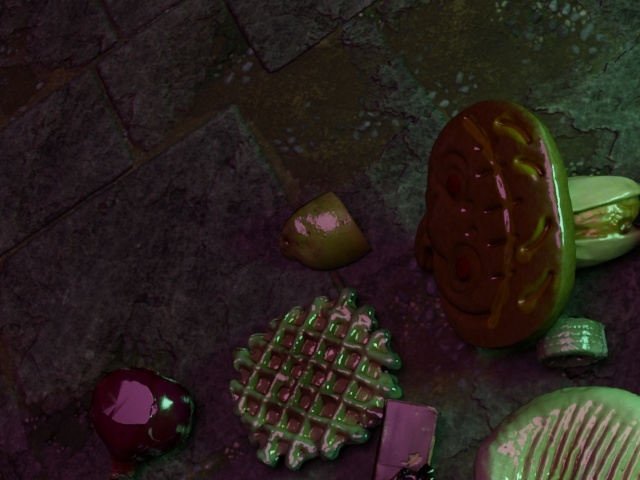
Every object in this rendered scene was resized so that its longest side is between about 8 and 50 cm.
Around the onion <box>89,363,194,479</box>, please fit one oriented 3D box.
[{"bbox_3d":[-0.336,0.331,1.876,0.195,0.140,0.218,17,77,23],"label":"onion"}]

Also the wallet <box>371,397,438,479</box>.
[{"bbox_3d":[0.132,0.347,1.689,0.095,0.026,0.176,8,82,15],"label":"wallet"}]

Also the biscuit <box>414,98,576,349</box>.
[{"bbox_3d":[0.261,-0.019,1.700,0.350,0.070,0.394,-27,69,52],"label":"biscuit"}]

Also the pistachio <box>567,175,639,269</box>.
[{"bbox_3d":[0.416,-0.029,1.707,0.229,0.157,0.157,-10,62,16],"label":"pistachio"}]

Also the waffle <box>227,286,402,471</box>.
[{"bbox_3d":[-0.010,0.241,1.809,0.309,0.056,0.292,-27,57,7],"label":"waffle"}]

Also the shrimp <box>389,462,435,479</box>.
[{"bbox_3d":[0.144,0.492,1.607,0.222,0.054,0.290,22,85,28],"label":"shrimp"}]

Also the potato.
[{"bbox_3d":[0.000,0.000,1.910,0.149,0.081,0.120,-39,54,2],"label":"potato"}]

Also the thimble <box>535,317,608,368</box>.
[{"bbox_3d":[0.393,0.161,1.652,0.110,0.084,0.062,-4,65,9],"label":"thimble"}]

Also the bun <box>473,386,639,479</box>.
[{"bbox_3d":[0.382,0.386,1.460,0.352,0.227,0.349,13,72,26],"label":"bun"}]
